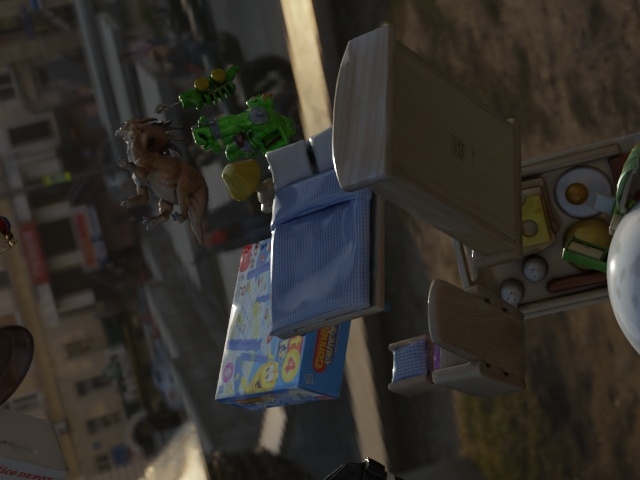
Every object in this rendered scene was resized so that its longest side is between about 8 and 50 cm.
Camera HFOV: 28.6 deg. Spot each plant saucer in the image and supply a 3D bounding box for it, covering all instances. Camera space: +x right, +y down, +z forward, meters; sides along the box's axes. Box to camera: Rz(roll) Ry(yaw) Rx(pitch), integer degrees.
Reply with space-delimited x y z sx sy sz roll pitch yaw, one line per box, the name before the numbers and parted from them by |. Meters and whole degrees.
plant saucer | -0.590 0.225 2.205 0.036 0.198 0.199 33 147 24

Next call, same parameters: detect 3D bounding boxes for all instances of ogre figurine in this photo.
ogre figurine | -0.111 -0.172 1.991 0.197 0.118 0.097 39 -144 -54

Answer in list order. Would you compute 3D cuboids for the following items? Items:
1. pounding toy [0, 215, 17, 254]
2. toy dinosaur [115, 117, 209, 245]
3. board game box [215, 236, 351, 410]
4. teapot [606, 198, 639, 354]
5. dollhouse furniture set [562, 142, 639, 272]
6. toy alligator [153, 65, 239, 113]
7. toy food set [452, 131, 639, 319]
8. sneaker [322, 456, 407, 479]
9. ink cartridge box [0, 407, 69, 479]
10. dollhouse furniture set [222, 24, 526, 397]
pounding toy | -0.514 -0.040 1.874 0.141 0.100 0.130 58 175 -9
toy dinosaur | -0.309 -0.137 2.584 0.295 0.200 0.127 43 140 -7
board game box | -0.058 0.139 2.260 0.302 0.086 0.308 -19 57 56
teapot | 0.438 0.034 1.308 0.256 0.252 0.187 45 156 -2
dollhouse furniture set | 0.318 -0.042 1.401 0.058 0.076 0.152 20 125 19
toy alligator | -0.225 -0.274 2.399 0.051 0.189 0.056 52 162 22
toy food set | 0.334 -0.008 1.702 0.092 0.306 0.220 -37 -67 -77
sneaker | 0.006 0.314 1.240 0.121 0.217 0.079 34 169 -2
ink cartridge box | -0.439 0.299 1.564 0.148 0.203 0.086 28 -152 -51
dollhouse furniture set | 0.000 0.000 1.116 0.303 0.198 0.286 -18 59 38
